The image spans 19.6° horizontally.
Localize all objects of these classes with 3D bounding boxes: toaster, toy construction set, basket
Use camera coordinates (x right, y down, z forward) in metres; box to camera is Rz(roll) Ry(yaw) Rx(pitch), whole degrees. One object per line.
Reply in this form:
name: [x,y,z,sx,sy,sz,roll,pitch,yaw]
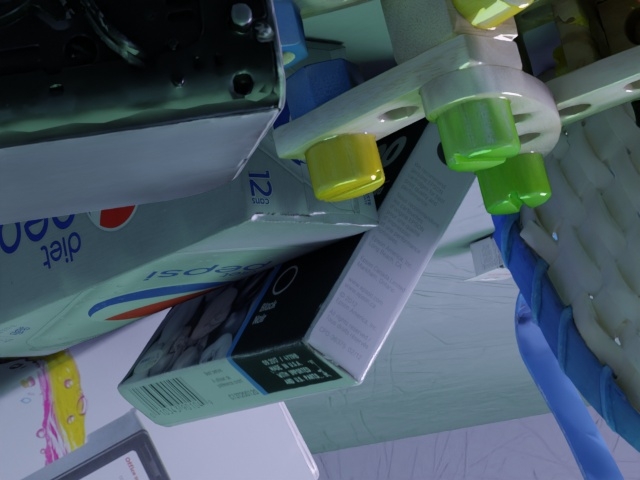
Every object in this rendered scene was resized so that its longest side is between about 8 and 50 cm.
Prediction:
toaster: [-0.107,-0.086,0.443,0.186,0.168,0.110,-9,169,-7]
toy construction set: [0.141,-0.096,0.701,0.328,0.151,0.215,-4,172,31]
basket: [0.194,0.036,0.940,0.201,0.255,0.289,2,135,-26]

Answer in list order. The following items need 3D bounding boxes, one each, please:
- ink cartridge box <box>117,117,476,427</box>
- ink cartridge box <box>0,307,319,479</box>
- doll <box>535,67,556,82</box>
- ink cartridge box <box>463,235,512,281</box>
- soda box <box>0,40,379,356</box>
ink cartridge box: [0.000,0.000,1.002,0.045,0.208,0.206,43,150,-17]
ink cartridge box: [-0.165,0.157,1.173,0.270,0.197,0.198,-29,-167,-17]
doll: [0.173,-0.066,1.072,0.129,0.046,0.189,-19,166,32]
ink cartridge box: [0.153,0.009,1.455,0.048,0.028,0.083,0,164,-40]
soda box: [-0.105,-0.014,0.962,0.091,0.098,0.286,1,163,-45]
